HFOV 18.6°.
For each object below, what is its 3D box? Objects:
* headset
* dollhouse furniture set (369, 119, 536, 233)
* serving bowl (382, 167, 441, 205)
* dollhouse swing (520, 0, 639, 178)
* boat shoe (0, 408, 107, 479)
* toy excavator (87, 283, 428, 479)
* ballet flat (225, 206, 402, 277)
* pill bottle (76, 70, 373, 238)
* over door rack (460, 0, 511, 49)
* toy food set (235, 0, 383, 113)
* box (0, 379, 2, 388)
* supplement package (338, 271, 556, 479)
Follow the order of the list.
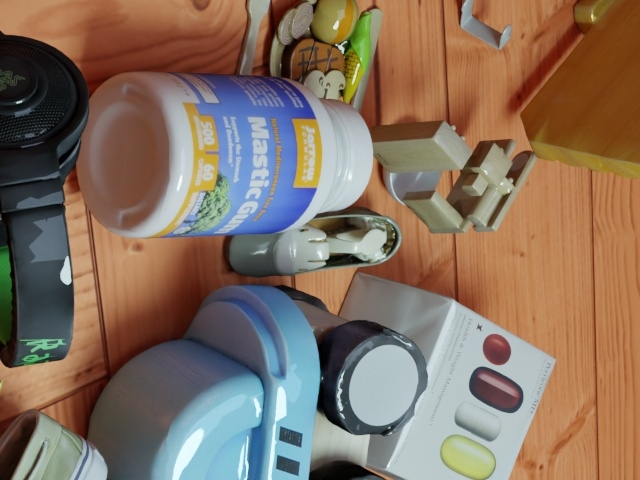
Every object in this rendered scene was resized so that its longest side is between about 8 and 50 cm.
[{"bbox_3d":[-0.239,-0.097,1.599,0.185,0.243,0.394,-10,85,-18],"label":"headset"},{"bbox_3d":[0.145,-0.102,2.042,0.151,0.144,0.123,44,65,-28],"label":"dollhouse furniture set"},{"bbox_3d":[0.095,-0.080,2.102,0.083,0.027,0.083,-16,112,-43],"label":"serving bowl"},{"bbox_3d":[0.456,-0.138,2.223,0.315,0.347,0.305,42,71,-44],"label":"dollhouse swing"},{"bbox_3d":[-0.300,0.283,1.687,0.094,0.109,0.302,46,59,-28],"label":"boat shoe"},{"bbox_3d":[-0.160,0.255,1.845,0.445,0.222,0.433,1,102,-32],"label":"toy excavator"},{"bbox_3d":[0.000,0.000,1.999,0.213,0.068,0.072,-9,108,-44],"label":"ballet flat"},{"bbox_3d":[-0.081,-0.080,1.830,0.272,0.152,0.152,-3,104,-45],"label":"pill bottle"},{"bbox_3d":[0.202,-0.400,2.074,0.239,0.108,0.324,-47,145,-26],"label":"over door rack"},{"bbox_3d":[-0.001,-0.188,1.962,0.192,0.038,0.132,5,98,-47],"label":"toy food set"},{"bbox_3d":[-0.333,0.196,1.724,0.059,0.054,0.169,7,97,-47],"label":"box"},{"bbox_3d":[0.114,0.167,2.108,0.203,0.149,0.194,29,81,-46],"label":"supplement package"}]
